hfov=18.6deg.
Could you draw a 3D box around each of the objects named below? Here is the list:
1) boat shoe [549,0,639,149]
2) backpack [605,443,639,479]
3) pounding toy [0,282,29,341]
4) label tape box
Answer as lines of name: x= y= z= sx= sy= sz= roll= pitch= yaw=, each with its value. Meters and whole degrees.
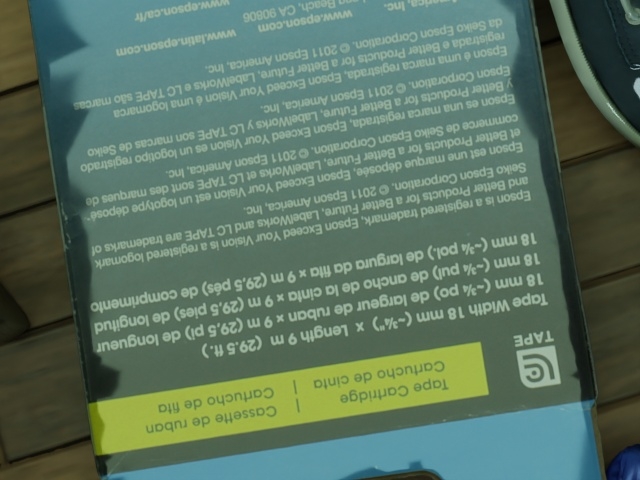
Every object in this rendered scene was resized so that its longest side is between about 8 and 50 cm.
boat shoe: x=0.158 y=-0.138 z=0.920 sx=0.095 sy=0.079 sz=0.254 roll=-44 pitch=117 yaw=-33
backpack: x=0.184 y=0.132 z=0.941 sx=0.101 sy=0.098 sz=0.120 roll=22 pitch=89 yaw=10
pounding toy: x=-0.285 y=-0.017 z=0.976 sx=0.155 sy=0.154 sz=0.269 roll=-35 pitch=103 yaw=2
label tape box: x=0.000 y=0.000 z=0.960 sx=0.240 sy=0.106 sz=0.334 roll=-9 pitch=85 yaw=3
